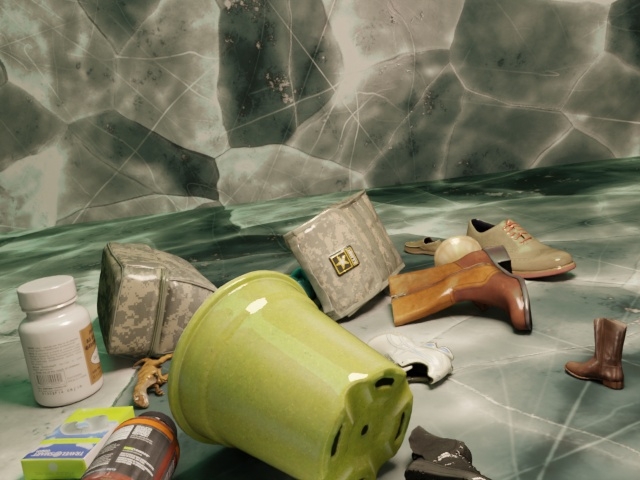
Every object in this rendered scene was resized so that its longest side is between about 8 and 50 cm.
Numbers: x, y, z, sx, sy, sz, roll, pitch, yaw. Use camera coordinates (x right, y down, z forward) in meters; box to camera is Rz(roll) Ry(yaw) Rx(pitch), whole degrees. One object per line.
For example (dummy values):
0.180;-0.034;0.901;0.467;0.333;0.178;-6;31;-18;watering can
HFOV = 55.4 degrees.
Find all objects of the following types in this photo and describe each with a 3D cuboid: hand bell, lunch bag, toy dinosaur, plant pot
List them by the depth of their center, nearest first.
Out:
-0.023;0.210;0.842;0.253;0.276;0.276;20;28;40;plant pot
-0.328;0.252;1.195;0.112;0.064;0.211;-11;13;-9;toy dinosaur
-0.360;0.136;1.392;0.255;0.213;0.305;5;9;-26;lunch bag
0.354;0.095;1.446;0.126;0.126;0.242;-7;25;2;hand bell
0.053;0.035;1.469;0.168;0.235;0.287;-26;6;34;lunch bag

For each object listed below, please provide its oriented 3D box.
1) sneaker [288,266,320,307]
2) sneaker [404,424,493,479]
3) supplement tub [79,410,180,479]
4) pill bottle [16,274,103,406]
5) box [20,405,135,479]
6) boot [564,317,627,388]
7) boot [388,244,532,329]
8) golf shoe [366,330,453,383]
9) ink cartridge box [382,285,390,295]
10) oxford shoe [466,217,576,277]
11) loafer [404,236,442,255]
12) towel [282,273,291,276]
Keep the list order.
-0.070;0.141;1.416;0.106;0.110;0.275;-5;14;9;sneaker
0.174;0.287;0.773;0.170;0.051;0.089;-1;19;42;sneaker
-0.251;0.308;0.816;0.106;0.106;0.198;-7;12;4;supplement tub
-0.510;0.191;1.187;0.131;0.229;0.131;-7;13;2;pill bottle
-0.382;0.324;0.962;0.108;0.043;0.178;-6;12;11;box
0.442;0.170;0.982;0.037;0.114;0.106;-16;16;-34;boot
0.288;0.124;1.301;0.280;0.096;0.264;-16;39;6;boot
0.145;0.213;1.089;0.176;0.069;0.086;1;21;37;golf shoe
0.204;0.122;1.515;0.062;0.029;0.115;-12;13;-18;ink cartridge box
0.499;0.014;1.582;0.122;0.130;0.348;-15;15;-30;oxford shoe
0.319;0.014;1.865;0.148;0.050;0.056;5;18;43;loafer
-0.126;0.114;1.784;0.083;0.010;0.060;-19;18;-38;towel
